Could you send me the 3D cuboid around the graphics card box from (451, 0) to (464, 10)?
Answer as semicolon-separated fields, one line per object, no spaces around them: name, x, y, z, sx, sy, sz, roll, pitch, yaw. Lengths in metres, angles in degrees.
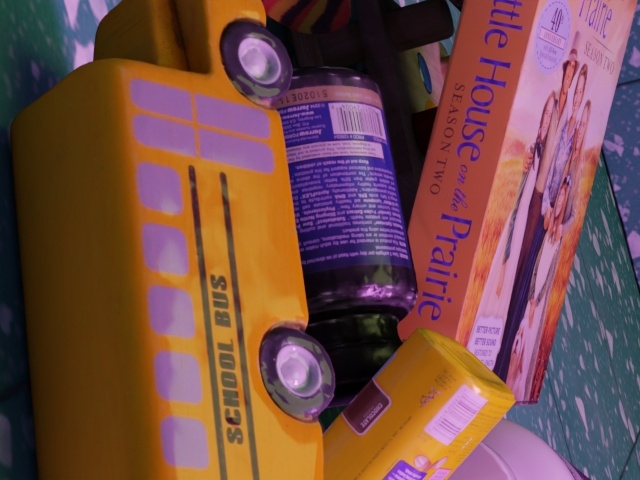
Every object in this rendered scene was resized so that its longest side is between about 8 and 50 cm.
graphics card box;0.086;-0.305;1.711;0.233;0.094;0.371;48;7;3

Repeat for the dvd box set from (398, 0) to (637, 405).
dvd box set;0.159;-0.079;1.511;0.307;0.062;0.420;14;90;-70

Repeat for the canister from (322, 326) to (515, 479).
canister;0.041;0.141;1.257;0.073;0.170;0.126;43;6;19

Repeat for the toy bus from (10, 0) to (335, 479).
toy bus;-0.082;0.020;1.022;0.130;0.108;0.332;9;63;-38

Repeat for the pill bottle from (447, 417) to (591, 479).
pill bottle;0.128;0.234;1.468;0.323;0.181;0.181;39;39;-63

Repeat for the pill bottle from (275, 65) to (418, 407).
pill bottle;0.000;0.000;1.346;0.123;0.123;0.219;31;47;-68

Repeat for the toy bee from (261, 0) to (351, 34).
toy bee;-0.051;-0.306;1.460;0.195;0.162;0.298;171;-82;-75

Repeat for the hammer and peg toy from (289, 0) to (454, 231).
hammer and peg toy;0.082;-0.093;1.691;0.361;0.127;0.266;25;52;-70
